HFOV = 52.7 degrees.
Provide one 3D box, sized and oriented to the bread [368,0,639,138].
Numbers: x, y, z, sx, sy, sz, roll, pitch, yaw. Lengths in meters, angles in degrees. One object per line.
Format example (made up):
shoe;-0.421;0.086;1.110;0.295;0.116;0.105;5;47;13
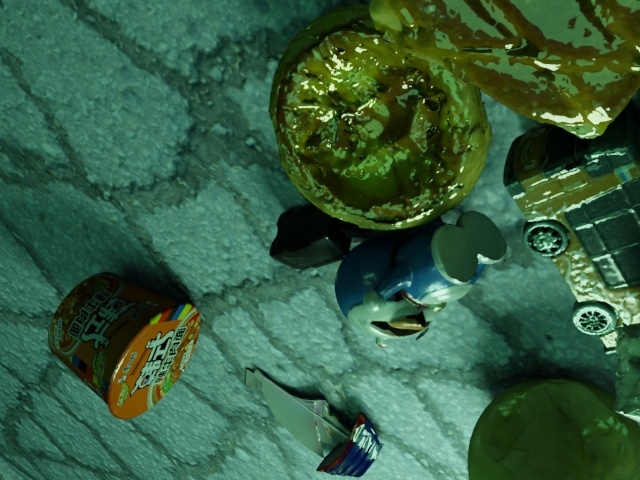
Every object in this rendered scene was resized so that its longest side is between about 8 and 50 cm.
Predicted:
bread;0.217;-0.287;0.590;0.279;0.207;0.279;30;133;4

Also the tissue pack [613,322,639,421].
tissue pack;0.509;0.170;0.694;0.343;0.125;0.242;20;161;-35

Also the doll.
doll;0.137;0.054;0.904;0.257;0.215;0.161;-32;74;54

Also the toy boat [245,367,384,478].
toy boat;-0.023;0.386;1.313;0.318;0.072;0.219;14;126;23

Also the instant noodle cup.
instant noodle cup;-0.384;0.188;1.257;0.192;0.250;0.250;28;133;20

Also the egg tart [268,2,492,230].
egg tart;0.077;-0.153;0.817;0.290;0.115;0.290;11;121;19

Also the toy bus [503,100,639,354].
toy bus;0.347;-0.017;0.768;0.167;0.138;0.275;-25;111;37

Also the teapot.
teapot;0.000;0.000;1.009;0.177;0.087;0.096;-19;136;37

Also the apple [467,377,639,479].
apple;0.352;0.348;0.969;0.279;0.279;0.279;14;129;19
